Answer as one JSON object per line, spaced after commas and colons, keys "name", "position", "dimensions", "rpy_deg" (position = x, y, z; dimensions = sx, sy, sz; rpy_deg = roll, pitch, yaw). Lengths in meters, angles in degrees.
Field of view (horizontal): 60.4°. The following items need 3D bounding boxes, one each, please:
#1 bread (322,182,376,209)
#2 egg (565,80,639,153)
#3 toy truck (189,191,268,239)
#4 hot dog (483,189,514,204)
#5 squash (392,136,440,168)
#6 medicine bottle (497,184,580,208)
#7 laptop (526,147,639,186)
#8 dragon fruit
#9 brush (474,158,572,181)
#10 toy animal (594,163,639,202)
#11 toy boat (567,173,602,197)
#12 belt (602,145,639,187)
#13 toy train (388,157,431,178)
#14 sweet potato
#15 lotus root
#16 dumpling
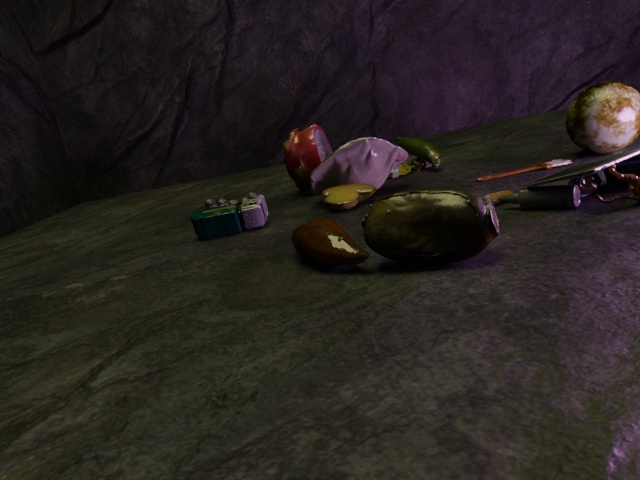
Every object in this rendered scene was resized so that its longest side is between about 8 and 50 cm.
{"name": "bread", "position": [0.101, -0.141, 1.859], "dimensions": [0.187, 0.065, 0.149], "rpy_deg": [-9, 25, -2]}
{"name": "egg", "position": [0.955, -0.413, 1.858], "dimensions": [0.238, 0.238, 0.289], "rpy_deg": [-10, 7, 5]}
{"name": "toy truck", "position": [-0.306, -0.077, 1.831], "dimensions": [0.253, 0.114, 0.124], "rpy_deg": [-10, 28, 5]}
{"name": "hot dog", "position": [0.470, -0.111, 1.501], "dimensions": [0.137, 0.028, 0.044], "rpy_deg": [-20, 42, -20]}
{"name": "squash", "position": [0.414, -0.376, 2.288], "dimensions": [0.080, 0.071, 0.318], "rpy_deg": [-43, 38, -2]}
{"name": "medicine bottle", "position": [0.541, -0.108, 1.381], "dimensions": [0.199, 0.058, 0.057], "rpy_deg": [1, 19, 42]}
{"name": "laptop", "position": [0.663, -0.181, 1.359], "dimensions": [0.269, 0.015, 0.187], "rpy_deg": [-20, 5, -30]}
{"name": "dragon fruit", "position": [-0.056, -0.338, 2.297], "dimensions": [0.189, 0.291, 0.291], "rpy_deg": [-15, 13, 13]}
{"name": "brush", "position": [0.671, -0.233, 1.843], "dimensions": [0.314, 0.017, 0.090], "rpy_deg": [-12, 12, 1]}
{"name": "toy animal", "position": [0.739, -0.122, 1.249], "dimensions": [0.255, 0.114, 0.116], "rpy_deg": [-21, 55, -3]}
{"name": "toy boat", "position": [0.664, -0.137, 1.409], "dimensions": [0.140, 0.059, 0.066], "rpy_deg": [-22, -11, -39]}
{"name": "belt", "position": [0.822, -0.191, 1.418], "dimensions": [0.141, 0.082, 0.190], "rpy_deg": [-28, 15, -19]}
{"name": "toy train", "position": [0.377, -0.308, 2.287], "dimensions": [0.249, 0.053, 0.085], "rpy_deg": [-17, 24, -27]}
{"name": "sweet potato", "position": [0.001, 0.001, 1.291], "dimensions": [0.112, 0.112, 0.359], "rpy_deg": [-19, 19, -26]}
{"name": "lotus root", "position": [0.229, -0.031, 1.139], "dimensions": [0.274, 0.160, 0.152], "rpy_deg": [-2, -7, 28]}
{"name": "dumpling", "position": [0.134, -0.268, 1.954], "dimensions": [0.340, 0.181, 0.260], "rpy_deg": [3, -20, 13]}
